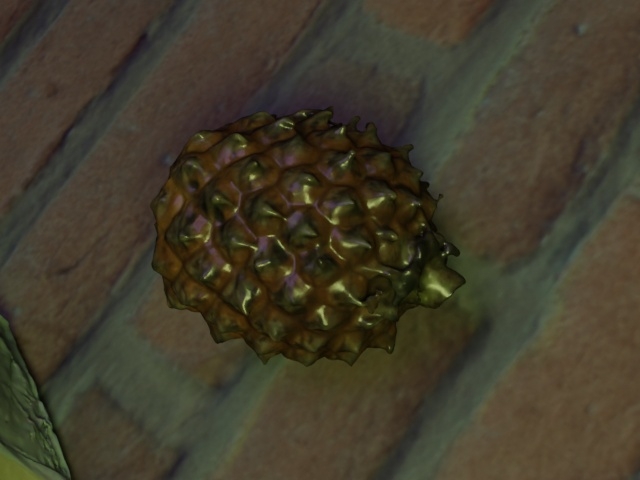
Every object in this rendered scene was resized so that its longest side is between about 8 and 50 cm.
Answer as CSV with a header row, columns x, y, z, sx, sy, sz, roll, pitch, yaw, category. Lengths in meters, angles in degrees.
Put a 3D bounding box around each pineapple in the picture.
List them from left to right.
x,y,z,sx,sy,sz,roll,pitch,yaw,category
0.000,0.000,0.958,0.193,0.166,0.166,19,73,22,pineapple

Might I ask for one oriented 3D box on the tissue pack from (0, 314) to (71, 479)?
x,y,z,sx,sy,sz,roll,pitch,yaw,category
-0.422,0.163,1.003,0.405,0.332,0.205,-39,46,7,tissue pack
